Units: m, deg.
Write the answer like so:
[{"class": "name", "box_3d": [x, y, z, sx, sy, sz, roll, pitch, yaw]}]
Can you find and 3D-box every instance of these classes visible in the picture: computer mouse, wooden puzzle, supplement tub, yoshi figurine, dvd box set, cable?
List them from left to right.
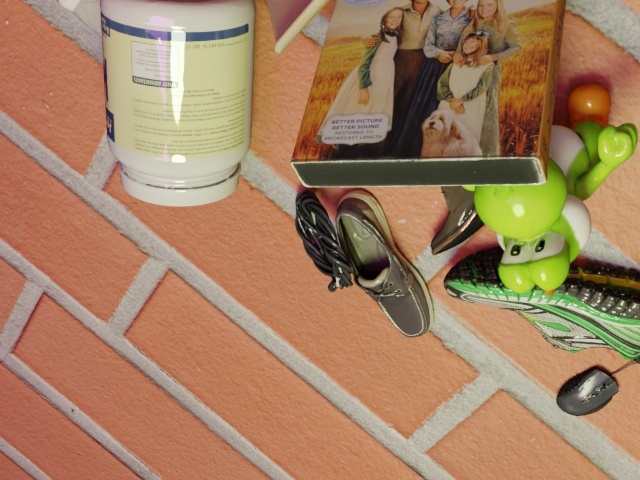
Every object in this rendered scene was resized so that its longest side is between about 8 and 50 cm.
[{"class": "supplement tub", "box_3d": [-0.225, -0.242, 1.351, 0.235, 0.235, 0.324, 15, 120, 17]}, {"class": "wooden puzzle", "box_3d": [-0.001, -0.403, 1.190, 0.044, 0.238, 0.221, 23, 132, -33]}, {"class": "cable", "box_3d": [0.000, 0.000, 1.442, 0.047, 0.150, 0.184, -22, 87, -9]}, {"class": "dvd box set", "box_3d": [0.153, -0.259, 1.086, 0.308, 0.420, 0.062, 2, 151, 24]}, {"class": "yoshi figurine", "box_3d": [0.288, -0.097, 1.104, 0.203, 0.362, 0.203, 30, 135, -6]}, {"class": "computer mouse", "box_3d": [0.488, 0.226, 1.392, 0.071, 0.041, 0.242, 45, 124, -2]}]

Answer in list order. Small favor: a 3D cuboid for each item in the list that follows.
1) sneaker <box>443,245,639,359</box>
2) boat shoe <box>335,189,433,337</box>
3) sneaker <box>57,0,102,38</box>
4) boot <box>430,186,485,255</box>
[{"class": "sneaker", "box_3d": [0.359, 0.109, 1.333, 0.344, 0.134, 0.146, 14, 121, 17]}, {"class": "boat shoe", "box_3d": [0.100, 0.054, 1.445, 0.103, 0.092, 0.285, -17, 107, 31]}, {"class": "sneaker", "box_3d": [-0.318, -0.435, 1.389, 0.121, 0.099, 0.262, 46, 132, -12]}, {"class": "boot", "box_3d": [0.227, -0.072, 1.350, 0.106, 0.082, 0.219, 55, 131, 17]}]
